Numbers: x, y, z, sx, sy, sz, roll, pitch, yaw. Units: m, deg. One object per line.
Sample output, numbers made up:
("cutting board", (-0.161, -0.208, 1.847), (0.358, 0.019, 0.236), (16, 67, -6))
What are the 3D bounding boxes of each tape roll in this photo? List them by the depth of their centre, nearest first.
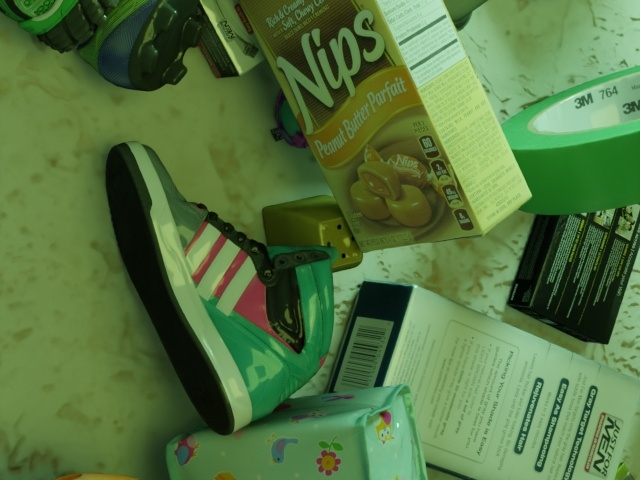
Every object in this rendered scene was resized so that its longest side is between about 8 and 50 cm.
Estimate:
("tape roll", (0.347, -0.121, 1.644), (0.321, 0.321, 0.077), (-25, 106, -28))

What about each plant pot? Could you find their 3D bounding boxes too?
("plant pot", (0.000, 0.000, 1.576), (0.081, 0.083, 0.081), (-13, 100, -31))

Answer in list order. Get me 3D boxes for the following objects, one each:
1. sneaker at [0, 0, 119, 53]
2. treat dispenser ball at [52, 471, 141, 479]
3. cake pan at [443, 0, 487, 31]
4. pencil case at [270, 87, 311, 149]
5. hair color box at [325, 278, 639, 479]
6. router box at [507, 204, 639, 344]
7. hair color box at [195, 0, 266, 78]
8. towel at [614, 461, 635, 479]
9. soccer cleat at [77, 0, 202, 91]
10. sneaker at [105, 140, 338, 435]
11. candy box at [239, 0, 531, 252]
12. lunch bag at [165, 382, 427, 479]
("sneaker", (-0.206, -0.353, 1.400), (0.146, 0.134, 0.343), (31, 77, -29))
("treat dispenser ball", (-0.204, 0.350, 1.349), (0.288, 0.288, 0.288), (-2, 94, -32))
("cake pan", (0.109, -0.357, 1.548), (0.293, 0.054, 0.293), (41, 40, -47))
("pencil case", (0.026, -0.136, 1.596), (0.152, 0.064, 0.070), (-14, 84, -30))
("hair color box", (0.180, 0.179, 1.684), (0.347, 0.105, 0.174), (23, 81, -30))
("router box", (0.304, 0.017, 1.786), (0.133, 0.046, 0.179), (26, 80, -31))
("hair color box", (-0.053, -0.245, 1.548), (0.167, 0.053, 0.093), (-37, 110, -26))
("towel", (0.370, 0.317, 1.865), (0.060, 0.009, 0.083), (-43, 113, -22))
("soccer cleat", (-0.143, -0.281, 1.449), (0.093, 0.121, 0.289), (30, 82, -60))
("sneaker", (-0.077, 0.021, 1.476), (0.178, 0.124, 0.295), (-21, 82, -28))
("candy box", (0.054, -0.150, 1.462), (0.087, 0.183, 0.316), (-36, 106, -35))
("lunch bag", (-0.007, 0.289, 1.492), (0.160, 0.223, 0.262), (-28, 108, -65))
